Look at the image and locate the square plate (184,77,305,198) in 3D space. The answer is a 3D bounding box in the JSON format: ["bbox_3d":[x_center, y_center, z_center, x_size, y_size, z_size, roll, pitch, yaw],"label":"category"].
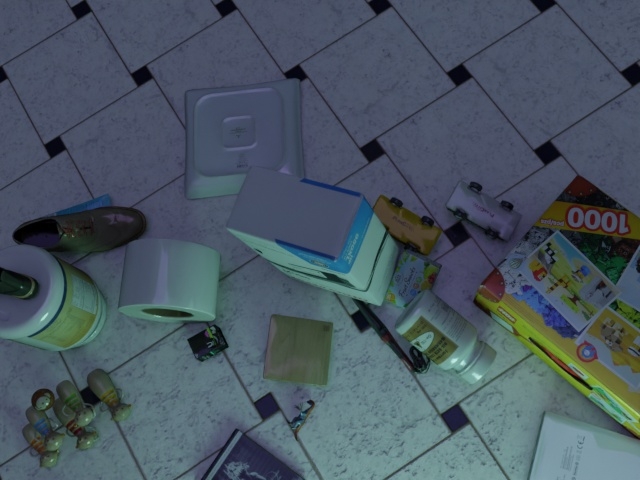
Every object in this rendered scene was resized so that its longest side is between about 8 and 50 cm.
[{"bbox_3d":[-0.223,-0.299,1.992,0.346,0.049,0.344,-5,72,6],"label":"square plate"}]

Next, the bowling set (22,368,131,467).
[{"bbox_3d":[-0.642,0.452,1.745,0.287,0.200,0.154,-41,74,-2],"label":"bowling set"}]

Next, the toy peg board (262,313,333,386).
[{"bbox_3d":[-0.059,0.282,1.789,0.160,0.079,0.161,8,74,-6],"label":"toy peg board"}]

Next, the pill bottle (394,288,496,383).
[{"bbox_3d":[0.305,0.236,1.702,0.229,0.131,0.131,39,81,1],"label":"pill bottle"}]

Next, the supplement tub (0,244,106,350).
[{"bbox_3d":[-0.695,0.156,1.773,0.228,0.316,0.229,-2,73,7],"label":"supplement tub"}]

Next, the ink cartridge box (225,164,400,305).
[{"bbox_3d":[0.000,0.000,1.669,0.285,0.395,0.166,16,77,24],"label":"ink cartridge box"}]

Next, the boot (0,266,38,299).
[{"bbox_3d":[-0.751,0.077,1.564,0.197,0.137,0.077,2,73,9],"label":"boot"}]

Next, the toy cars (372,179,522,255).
[{"bbox_3d":[0.317,-0.055,1.831,0.393,0.087,0.177,-10,84,0],"label":"toy cars"}]

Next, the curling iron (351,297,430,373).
[{"bbox_3d":[0.175,0.232,1.785,0.068,0.035,0.274,-44,73,-11],"label":"curling iron"}]

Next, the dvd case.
[{"bbox_3d":[-0.168,0.595,1.727,0.221,0.018,0.165,32,81,15],"label":"dvd case"}]

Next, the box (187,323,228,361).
[{"bbox_3d":[-0.292,0.267,1.825,0.083,0.052,0.062,-28,70,-1],"label":"box"}]

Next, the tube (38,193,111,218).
[{"bbox_3d":[-0.689,-0.067,1.984,0.206,0.052,0.080,-16,87,-2],"label":"tube"}]

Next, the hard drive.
[{"bbox_3d":[0.649,0.540,1.625,0.307,0.040,0.203,16,76,12],"label":"hard drive"}]

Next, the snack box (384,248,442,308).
[{"bbox_3d":[0.233,0.105,1.778,0.100,0.037,0.141,26,112,15],"label":"snack box"}]

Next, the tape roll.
[{"bbox_3d":[-0.381,0.107,1.785,0.245,0.246,0.169,1,74,8],"label":"tape roll"}]

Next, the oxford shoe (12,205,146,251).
[{"bbox_3d":[-0.650,-0.020,1.899,0.347,0.130,0.123,-11,93,-4],"label":"oxford shoe"}]

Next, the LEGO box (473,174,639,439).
[{"bbox_3d":[0.678,0.154,1.659,0.500,0.193,0.372,40,82,17],"label":"LEGO box"}]

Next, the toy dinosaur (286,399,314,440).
[{"bbox_3d":[-0.045,0.439,1.759,0.082,0.047,0.090,-25,105,-10],"label":"toy dinosaur"}]
